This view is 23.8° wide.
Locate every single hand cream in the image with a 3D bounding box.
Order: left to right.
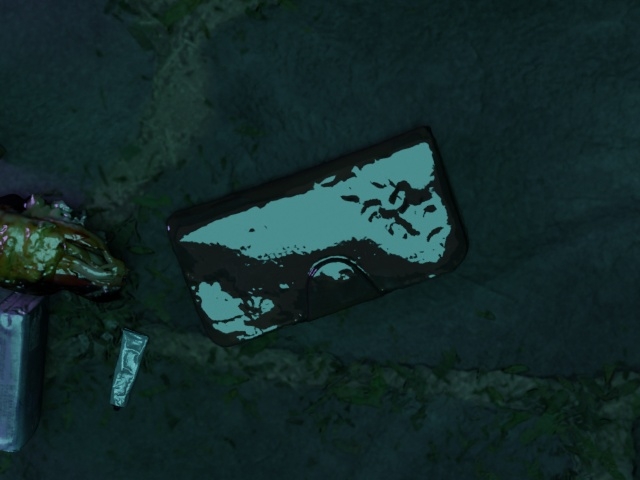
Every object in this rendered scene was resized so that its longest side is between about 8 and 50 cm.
[{"bbox_3d":[-0.217,0.145,1.693,0.030,0.019,0.093,16,94,-1],"label":"hand cream"}]

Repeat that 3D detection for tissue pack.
[{"bbox_3d":[-0.329,0.139,1.641,0.051,0.112,0.156,6,101,0],"label":"tissue pack"}]

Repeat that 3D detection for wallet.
[{"bbox_3d":[0.000,0.000,1.648,0.310,0.042,0.165,-19,98,4],"label":"wallet"}]

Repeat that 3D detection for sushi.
[{"bbox_3d":[-0.312,-0.001,1.626,0.226,0.103,0.097,11,128,-4],"label":"sushi"}]

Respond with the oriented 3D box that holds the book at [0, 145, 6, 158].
[{"bbox_3d":[-0.436,-0.156,1.558,0.242,0.170,0.018,43,99,-6],"label":"book"}]
